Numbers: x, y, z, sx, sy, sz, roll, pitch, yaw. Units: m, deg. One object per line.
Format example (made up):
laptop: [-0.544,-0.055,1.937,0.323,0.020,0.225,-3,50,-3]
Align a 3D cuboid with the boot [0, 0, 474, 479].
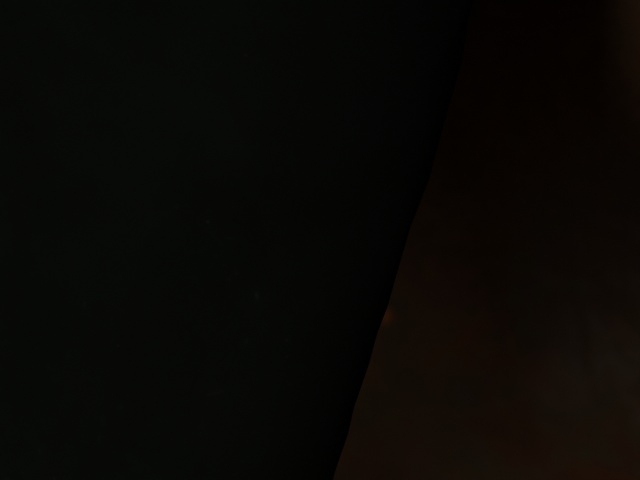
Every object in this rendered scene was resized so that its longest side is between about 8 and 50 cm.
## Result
boot: [-0.001,-0.001,0.378,0.367,0.146,0.445,45,127,31]
